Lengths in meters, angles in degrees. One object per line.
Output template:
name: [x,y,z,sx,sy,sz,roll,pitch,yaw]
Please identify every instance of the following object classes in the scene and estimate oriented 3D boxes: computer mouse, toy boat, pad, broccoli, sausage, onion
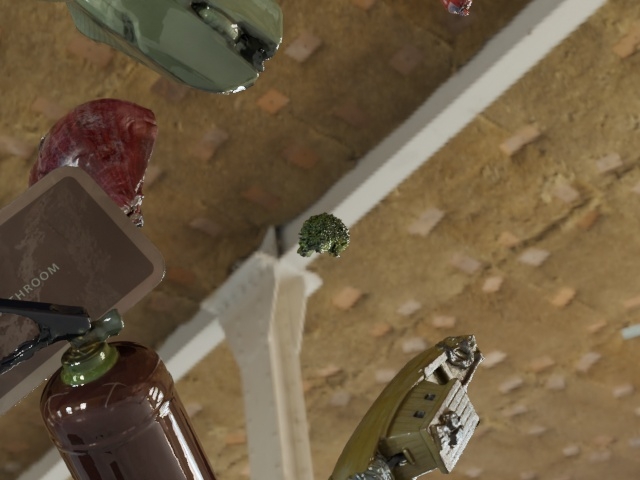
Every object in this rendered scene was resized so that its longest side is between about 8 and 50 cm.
computer mouse: [-0.265,-0.403,1.636,0.429,0.228,0.145,32,-7,9]
toy boat: [0.119,0.216,1.194,0.121,0.321,0.089,-15,-69,40]
pad: [-0.313,0.052,1.074,0.266,0.176,0.002,-42,-5,-19]
broccoli: [0.000,0.000,1.584,0.095,0.097,0.092,29,-65,-27]
sausage: [0.167,-0.352,1.343,0.050,0.145,0.048,-32,-32,13]
onion: [-0.322,-0.096,1.404,0.120,0.283,0.227,30,-82,-37]

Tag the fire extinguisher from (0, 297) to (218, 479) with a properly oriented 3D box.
fire extinguisher: [-0.160,0.174,0.782,0.138,0.102,0.344,-25,-64,-10]
